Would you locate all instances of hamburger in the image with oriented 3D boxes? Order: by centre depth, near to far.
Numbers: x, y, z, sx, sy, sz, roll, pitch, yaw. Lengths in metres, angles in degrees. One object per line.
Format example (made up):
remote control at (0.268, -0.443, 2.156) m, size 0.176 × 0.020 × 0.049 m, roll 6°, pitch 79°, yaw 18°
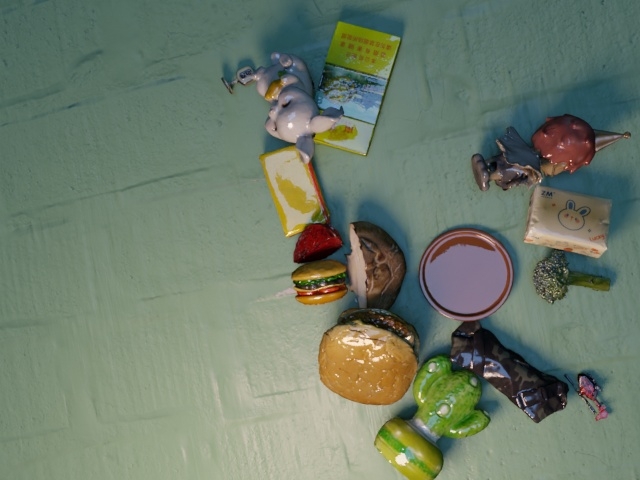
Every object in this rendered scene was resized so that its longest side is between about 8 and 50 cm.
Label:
hamburger at (0.122, 0.302, 1.687) m, size 0.259 × 0.145 × 0.283 m, roll 12°, pitch 122°, yaw 14°
hamburger at (-0.001, 0.113, 1.757) m, size 0.161 × 0.162 × 0.115 m, roll -10°, pitch 91°, yaw 8°

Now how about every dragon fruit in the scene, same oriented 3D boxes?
dragon fruit at (0.000, 0.000, 1.792) m, size 0.162 × 0.106 × 0.083 m, roll -40°, pitch 59°, yaw 35°

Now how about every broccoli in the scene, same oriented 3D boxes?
broccoli at (0.653, 0.102, 1.690) m, size 0.203 × 0.123 × 0.118 m, roll 5°, pitch 133°, yaw -7°

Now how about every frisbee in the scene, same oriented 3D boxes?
frisbee at (0.389, 0.091, 1.752) m, size 0.250 × 0.021 × 0.251 m, roll -1°, pitch 83°, yaw 10°

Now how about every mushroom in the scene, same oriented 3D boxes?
mushroom at (0.156, 0.087, 1.759) m, size 0.151 × 0.156 × 0.286 m, roll -5°, pitch 92°, yaw -18°

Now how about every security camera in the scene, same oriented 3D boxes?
security camera at (-0.229, -0.461, 1.854) m, size 0.092 × 0.058 × 0.058 m, roll -33°, pitch 85°, yaw -1°

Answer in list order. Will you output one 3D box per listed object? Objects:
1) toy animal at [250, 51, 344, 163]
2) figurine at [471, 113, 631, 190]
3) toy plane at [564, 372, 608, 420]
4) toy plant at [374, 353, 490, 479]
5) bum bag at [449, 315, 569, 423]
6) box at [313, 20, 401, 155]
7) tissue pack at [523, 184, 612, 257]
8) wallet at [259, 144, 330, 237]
toy animal at (-0.065, -0.357, 1.734) m, size 0.325 × 0.154 × 0.209 m, roll 47°, pitch 110°, yaw 30°
figurine at (0.587, -0.228, 1.683) m, size 0.386 × 0.166 × 0.207 m, roll -16°, pitch 42°, yaw 4°
toy plane at (0.704, 0.400, 1.706) m, size 0.060 × 0.037 × 0.145 m, roll -34°, pitch 83°, yaw 11°
toy plant at (0.302, 0.468, 1.708) m, size 0.224 × 0.184 × 0.316 m, roll 38°, pitch 86°, yaw 11°
bum bag at (0.485, 0.343, 1.706) m, size 0.340 × 0.095 × 0.144 m, roll 36°, pitch 65°, yaw 8°
box at (0.088, -0.417, 1.805) m, size 0.186 × 0.047 × 0.335 m, roll 17°, pitch 93°, yaw 8°
tissue pack at (0.632, -0.050, 1.675) m, size 0.196 × 0.092 × 0.149 m, roll 12°, pitch 68°, yaw 10°
wallet at (-0.068, -0.142, 1.821) m, size 0.141 × 0.067 × 0.242 m, roll -18°, pitch 91°, yaw 3°
